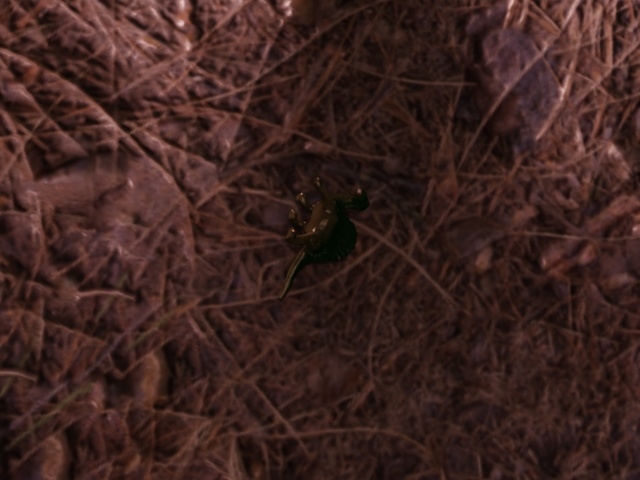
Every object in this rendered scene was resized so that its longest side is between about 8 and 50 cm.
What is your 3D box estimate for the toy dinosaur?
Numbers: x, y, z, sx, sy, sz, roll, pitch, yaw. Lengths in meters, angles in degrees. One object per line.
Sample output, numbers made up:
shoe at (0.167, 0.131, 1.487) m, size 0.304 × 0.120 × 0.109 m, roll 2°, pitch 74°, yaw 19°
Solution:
toy dinosaur at (0.000, -0.001, 0.894) m, size 0.060 × 0.029 × 0.119 m, roll 29°, pitch 69°, yaw -17°
